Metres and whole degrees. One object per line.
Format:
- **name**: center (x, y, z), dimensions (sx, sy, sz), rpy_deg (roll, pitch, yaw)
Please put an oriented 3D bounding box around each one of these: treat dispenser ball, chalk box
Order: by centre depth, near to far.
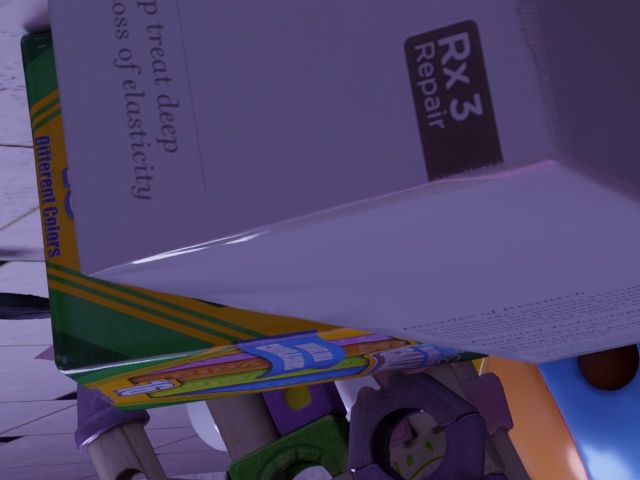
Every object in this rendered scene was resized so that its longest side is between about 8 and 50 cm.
- **chalk box**: center (0.007, -0.024, 0.940), dimensions (0.289, 0.180, 0.179), rpy_deg (-10, 168, 2)
- **treat dispenser ball**: center (0.272, 0.091, 1.360), dimensions (0.288, 0.288, 0.288), rpy_deg (-8, 168, -2)

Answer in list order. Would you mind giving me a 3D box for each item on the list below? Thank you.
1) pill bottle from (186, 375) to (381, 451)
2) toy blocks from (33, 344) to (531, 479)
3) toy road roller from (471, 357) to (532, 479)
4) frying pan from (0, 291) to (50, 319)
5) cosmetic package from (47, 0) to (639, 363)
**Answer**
- **pill bottle**: center (-0.024, 0.143, 1.769), dimensions (0.131, 0.131, 0.229), rpy_deg (4, 162, -45)
- **toy blocks**: center (-0.030, 0.126, 1.162), dimensions (0.289, 0.260, 0.309), rpy_deg (-27, 164, 9)
- **toy road roller**: center (0.201, 0.136, 1.852), dimensions (0.203, 0.240, 0.329), rpy_deg (-3, 129, -19)
- **frying pan**: center (-0.319, 0.025, 1.237), dimensions (0.326, 0.053, 0.197), rpy_deg (-5, 167, -22)
- **cosmetic package**: center (0.065, -0.080, 0.646), dimensions (0.156, 0.217, 0.385), rpy_deg (-15, 165, 26)
